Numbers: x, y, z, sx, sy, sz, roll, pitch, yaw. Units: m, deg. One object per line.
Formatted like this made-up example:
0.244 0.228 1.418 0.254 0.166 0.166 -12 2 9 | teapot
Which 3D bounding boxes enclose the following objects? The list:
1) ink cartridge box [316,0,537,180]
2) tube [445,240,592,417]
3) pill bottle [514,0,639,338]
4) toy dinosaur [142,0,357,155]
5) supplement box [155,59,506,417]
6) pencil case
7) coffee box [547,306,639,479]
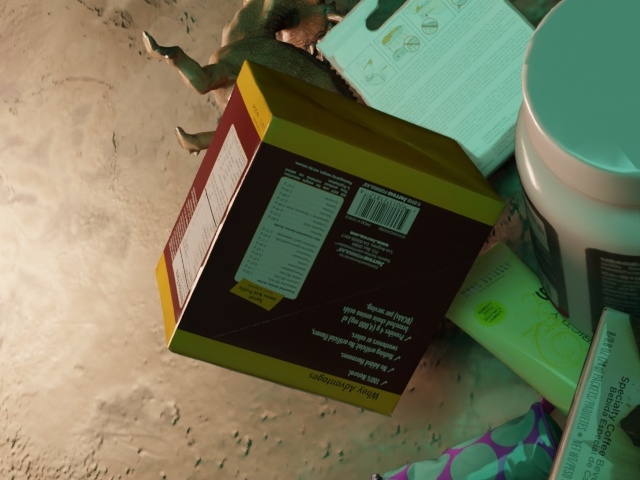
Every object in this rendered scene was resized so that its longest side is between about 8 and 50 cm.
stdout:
0.108 -0.143 1.009 0.145 0.045 0.179 -43 82 11 | ink cartridge box
0.190 0.094 0.931 0.240 0.070 0.062 44 109 29 | tube
0.215 -0.043 0.811 0.161 0.283 0.161 -5 66 12 | pill bottle
-0.022 -0.125 1.062 0.200 0.127 0.296 -29 79 -13 | toy dinosaur
0.000 0.000 0.928 0.194 0.191 0.129 -64 22 19 | supplement box
0.119 0.181 0.944 0.151 0.064 0.070 -28 32 17 | pencil case
0.298 0.173 0.778 0.297 0.119 0.168 17 79 12 | coffee box
